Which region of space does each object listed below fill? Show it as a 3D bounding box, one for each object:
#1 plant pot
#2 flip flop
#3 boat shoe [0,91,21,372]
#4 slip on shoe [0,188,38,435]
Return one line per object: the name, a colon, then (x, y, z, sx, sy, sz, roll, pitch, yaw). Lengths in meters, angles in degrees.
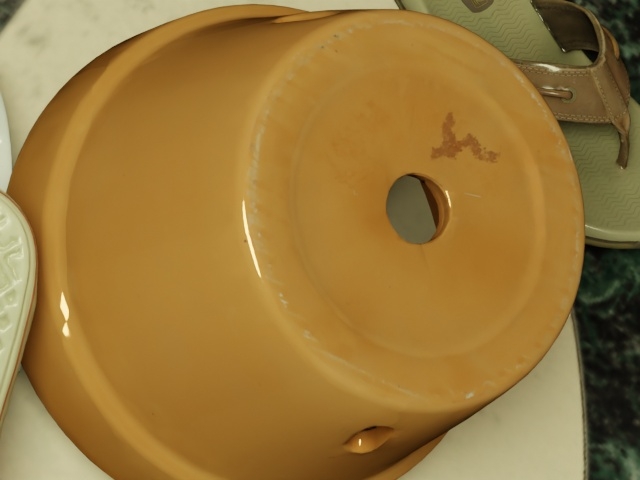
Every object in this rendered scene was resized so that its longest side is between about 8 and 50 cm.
plant pot: (0.000, 0.000, 0.986, 0.291, 0.203, 0.291, 5, 79, -27)
flip flop: (0.135, -0.114, 1.155, 0.112, 0.080, 0.277, -31, 85, -22)
boat shoe: (-0.212, -0.013, 1.030, 0.083, 0.065, 0.183, -3, 77, -16)
slip on shoe: (-0.225, 0.123, 0.951, 0.123, 0.101, 0.331, 17, 93, -11)
